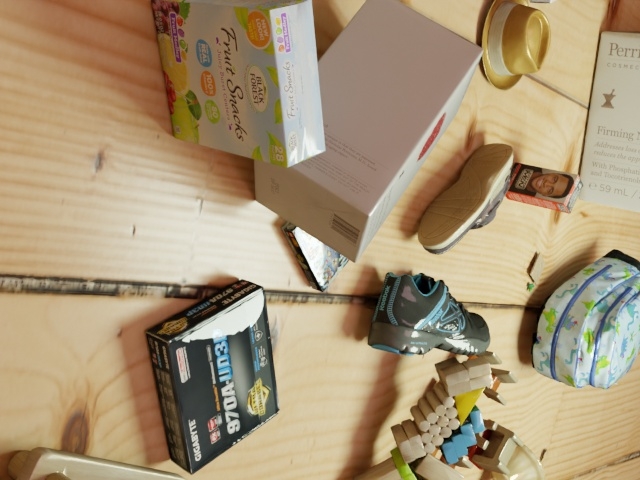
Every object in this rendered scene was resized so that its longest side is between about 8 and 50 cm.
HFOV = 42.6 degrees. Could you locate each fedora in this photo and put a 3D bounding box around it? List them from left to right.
[{"bbox_3d":[0.370,-0.369,1.516,0.194,0.079,0.195,-22,120,-43],"label":"fedora"}]

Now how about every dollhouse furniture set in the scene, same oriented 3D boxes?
[{"bbox_3d":[0.296,0.381,1.699,0.259,0.135,0.262,46,68,-35],"label":"dollhouse furniture set"}]

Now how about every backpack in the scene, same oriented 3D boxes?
[{"bbox_3d":[0.640,0.207,1.939,0.355,0.273,0.290,-8,116,-35],"label":"backpack"}]

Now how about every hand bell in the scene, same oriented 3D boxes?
[{"bbox_3d":[0.386,0.576,1.889,0.242,0.126,0.126,-31,126,-23],"label":"hand bell"}]

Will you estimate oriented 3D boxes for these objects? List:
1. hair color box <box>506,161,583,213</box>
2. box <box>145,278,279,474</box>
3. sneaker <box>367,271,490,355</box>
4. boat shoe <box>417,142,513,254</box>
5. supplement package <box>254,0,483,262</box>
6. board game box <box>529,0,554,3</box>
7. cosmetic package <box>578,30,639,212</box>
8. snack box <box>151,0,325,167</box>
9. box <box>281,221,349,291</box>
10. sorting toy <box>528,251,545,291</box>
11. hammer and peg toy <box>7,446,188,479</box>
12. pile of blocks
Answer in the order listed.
[{"bbox_3d":[0.445,-0.107,1.650,0.043,0.141,0.072,44,70,-48],"label":"hair color box"},{"bbox_3d":[-0.143,0.187,1.146,0.175,0.051,0.220,-28,124,-40],"label":"box"},{"bbox_3d":[0.217,0.133,1.490,0.340,0.125,0.140,9,89,-54],"label":"sneaker"},{"bbox_3d":[0.279,-0.065,1.507,0.285,0.102,0.092,-52,132,-32],"label":"boat shoe"},{"bbox_3d":[0.062,-0.154,1.115,0.293,0.175,0.177,-55,171,-19],"label":"supplement package"},{"bbox_3d":[0.461,-0.623,1.547,0.193,0.053,0.306,-33,127,-37],"label":"board game box"},{"bbox_3d":[0.836,-0.272,1.896,0.327,0.329,0.394,-14,113,-45],"label":"cosmetic package"},{"bbox_3d":[-0.096,-0.191,0.941,0.070,0.207,0.175,-30,124,-40],"label":"snack box"},{"bbox_3d":[0.000,0.000,1.263,0.094,0.027,0.137,-50,135,-26],"label":"box"},{"bbox_3d":[0.487,0.075,1.866,0.083,0.012,0.062,-63,145,-17],"label":"sorting toy"},{"bbox_3d":[-0.263,0.400,1.029,0.361,0.127,0.266,31,78,-50],"label":"hammer and peg toy"},{"bbox_3d":[0.201,0.365,1.510,0.149,0.112,0.362,37,94,-9],"label":"pile of blocks"}]
